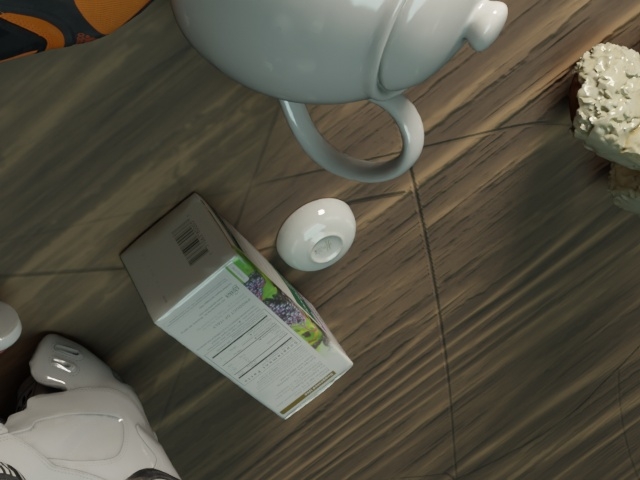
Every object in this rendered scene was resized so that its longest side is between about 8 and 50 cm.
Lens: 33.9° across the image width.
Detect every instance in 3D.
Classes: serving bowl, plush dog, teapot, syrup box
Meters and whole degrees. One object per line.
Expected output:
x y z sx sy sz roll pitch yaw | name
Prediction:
0.000 0.000 1.016 0.083 0.027 0.083 -18 137 -18 | serving bowl
0.396 -0.144 1.049 0.262 0.210 0.225 38 77 -50 | plush dog
0.036 -0.179 0.687 0.252 0.187 0.256 -55 168 3 | teapot
-0.072 0.068 0.982 0.096 0.093 0.237 -39 140 4 | syrup box

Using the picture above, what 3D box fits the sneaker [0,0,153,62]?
-0.161 -0.247 0.615 0.180 0.124 0.321 -12 145 -31 | sneaker

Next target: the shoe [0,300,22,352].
-0.333 0.106 0.868 0.178 0.063 0.081 -14 137 -15 | shoe

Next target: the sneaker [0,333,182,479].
-0.266 0.186 0.870 0.366 0.210 0.137 19 117 -45 | sneaker
